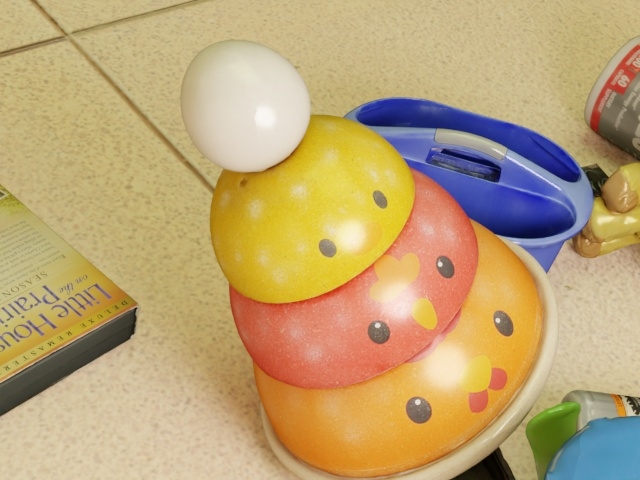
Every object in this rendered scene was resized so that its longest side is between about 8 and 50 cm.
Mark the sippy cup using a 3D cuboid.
[{"bbox_3d":[0.288,0.285,1.211,0.305,0.224,0.240,20,52,29],"label":"sippy cup"}]

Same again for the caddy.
[{"bbox_3d":[0.173,-0.066,1.711,0.341,0.179,0.241,16,43,2],"label":"caddy"}]

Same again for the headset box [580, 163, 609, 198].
[{"bbox_3d":[0.379,-0.071,1.877,0.062,0.032,0.083,-13,50,-26],"label":"headset box"}]

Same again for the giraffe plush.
[{"bbox_3d":[0.461,-0.013,1.746,0.210,0.181,0.170,-30,68,-17],"label":"giraffe plush"}]

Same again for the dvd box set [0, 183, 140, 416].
[{"bbox_3d":[-0.458,0.037,1.525,0.420,0.062,0.308,37,47,24],"label":"dvd box set"}]

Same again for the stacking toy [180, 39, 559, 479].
[{"bbox_3d":[0.000,0.000,1.324,0.351,0.480,0.350,-21,41,19],"label":"stacking toy"}]

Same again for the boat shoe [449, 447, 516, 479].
[{"bbox_3d":[0.140,0.218,1.460,0.103,0.092,0.285,-10,47,-24],"label":"boat shoe"}]

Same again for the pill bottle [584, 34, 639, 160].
[{"bbox_3d":[0.537,-0.160,1.917,0.283,0.161,0.161,37,47,24],"label":"pill bottle"}]

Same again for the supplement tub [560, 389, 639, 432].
[{"bbox_3d":[0.362,0.233,1.484,0.190,0.117,0.117,8,42,-7],"label":"supplement tub"}]
